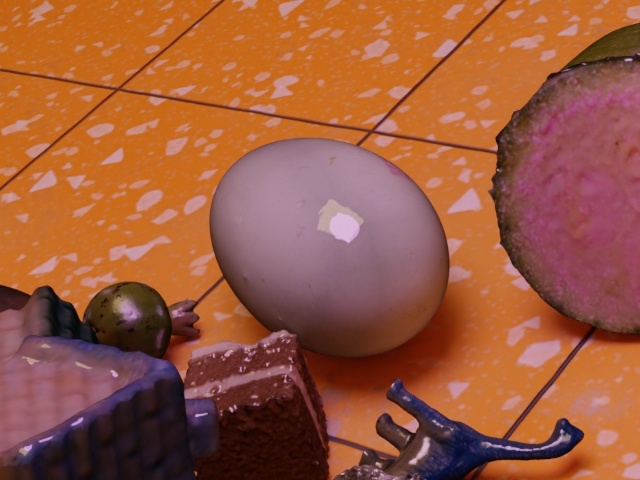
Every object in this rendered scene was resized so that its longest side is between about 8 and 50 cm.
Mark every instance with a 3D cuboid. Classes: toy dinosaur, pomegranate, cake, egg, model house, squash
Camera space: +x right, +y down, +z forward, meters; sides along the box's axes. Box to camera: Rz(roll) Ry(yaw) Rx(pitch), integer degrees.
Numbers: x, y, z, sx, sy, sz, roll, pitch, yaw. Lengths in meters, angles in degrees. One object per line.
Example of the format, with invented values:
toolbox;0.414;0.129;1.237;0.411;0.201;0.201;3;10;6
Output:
toy dinosaur;0.116;0.244;1.658;0.188;0.075;0.247;28;77;19
pomegranate;-0.208;0.100;1.994;0.142;0.114;0.114;-7;24;-32
cake;-0.067;0.184;1.776;0.135;0.134;0.147;-15;25;9
egg;0.000;0.000;1.905;0.230;0.230;0.371;-32;31;-16
model house;-0.285;0.267;1.609;0.400;0.395;0.445;-12;21;-8
squash;0.362;-0.093;1.851;0.310;0.310;0.309;-6;18;21

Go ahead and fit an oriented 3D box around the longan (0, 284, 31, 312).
longan;-0.396;0.127;2.009;0.187;0.167;0.167;-3;32;-12

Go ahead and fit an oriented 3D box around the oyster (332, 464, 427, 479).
oyster;0.000;0.279;1.588;0.252;0.087;0.199;-34;23;1
